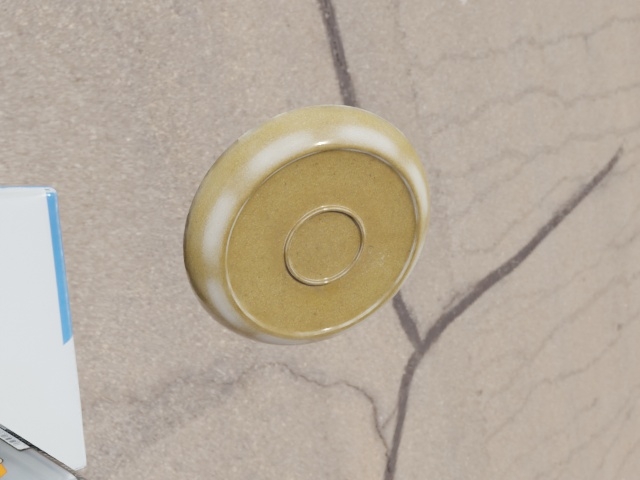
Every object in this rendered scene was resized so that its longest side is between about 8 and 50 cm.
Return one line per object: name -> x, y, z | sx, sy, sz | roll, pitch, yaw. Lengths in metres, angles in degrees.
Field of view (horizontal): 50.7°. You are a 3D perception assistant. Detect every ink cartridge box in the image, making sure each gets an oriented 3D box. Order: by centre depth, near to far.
ink cartridge box -> -0.396, 0.078, 0.780 | 0.166, 0.395, 0.285 | -7, 99, -27

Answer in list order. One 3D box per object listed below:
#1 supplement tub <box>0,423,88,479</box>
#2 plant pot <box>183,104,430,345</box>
supplement tub -> -0.281, 0.189, 0.510 | 0.117, 0.190, 0.117 | -59, 166, -25
plant pot -> 0.000, 0.000, 0.594 | 0.236, 0.032, 0.236 | -12, 121, -21
